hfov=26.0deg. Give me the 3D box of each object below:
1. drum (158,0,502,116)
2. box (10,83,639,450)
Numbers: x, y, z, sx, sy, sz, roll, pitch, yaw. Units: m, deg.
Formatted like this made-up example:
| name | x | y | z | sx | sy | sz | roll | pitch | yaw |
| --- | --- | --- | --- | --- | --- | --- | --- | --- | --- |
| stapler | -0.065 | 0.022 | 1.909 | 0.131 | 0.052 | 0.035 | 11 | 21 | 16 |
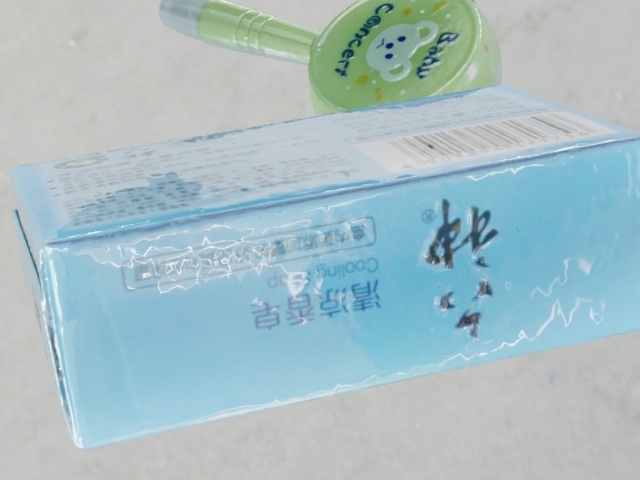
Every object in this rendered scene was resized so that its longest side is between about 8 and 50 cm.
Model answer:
| name | x | y | z | sx | sy | sz | roll | pitch | yaw |
| --- | --- | --- | --- | --- | --- | --- | --- | --- | --- |
| drum | -0.010 | -0.104 | 0.859 | 0.253 | 0.049 | 0.130 | 5 | 57 | 28 |
| box | 0.000 | 0.000 | 0.557 | 0.232 | 0.083 | 0.142 | -12 | 18 | -13 |
